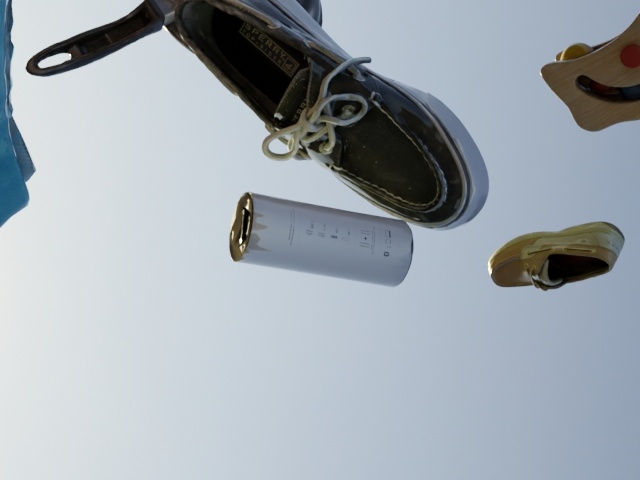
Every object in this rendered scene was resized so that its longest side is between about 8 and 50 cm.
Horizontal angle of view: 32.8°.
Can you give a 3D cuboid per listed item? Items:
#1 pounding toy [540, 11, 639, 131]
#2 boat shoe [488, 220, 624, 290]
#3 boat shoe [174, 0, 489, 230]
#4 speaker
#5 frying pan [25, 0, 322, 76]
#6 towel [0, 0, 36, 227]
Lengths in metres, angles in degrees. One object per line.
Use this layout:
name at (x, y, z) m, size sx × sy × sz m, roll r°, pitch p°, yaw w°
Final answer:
pounding toy at (0.383, -0.218, 1.259) m, size 0.270 × 0.155 × 0.154 m, roll -13°, pitch -75°, yaw 34°
boat shoe at (0.209, 0.020, 0.990) m, size 0.135 × 0.050 × 0.045 m, roll -21°, pitch -148°, yaw 40°
boat shoe at (0.003, -0.114, 0.911) m, size 0.306 × 0.105 × 0.113 m, roll 46°, pitch -58°, yaw 12°
speaker at (0.000, 0.000, 0.838) m, size 0.055 × 0.136 × 0.055 m, roll -171°, pitch -90°, yaw -68°
frying pan at (-0.139, -0.255, 1.077) m, size 0.053 × 0.326 × 0.197 m, roll -44°, pitch -124°, yaw 54°
towel at (-0.126, -0.022, 0.181) m, size 0.271 × 0.040 × 0.370 m, roll -61°, pitch 179°, yaw -34°
